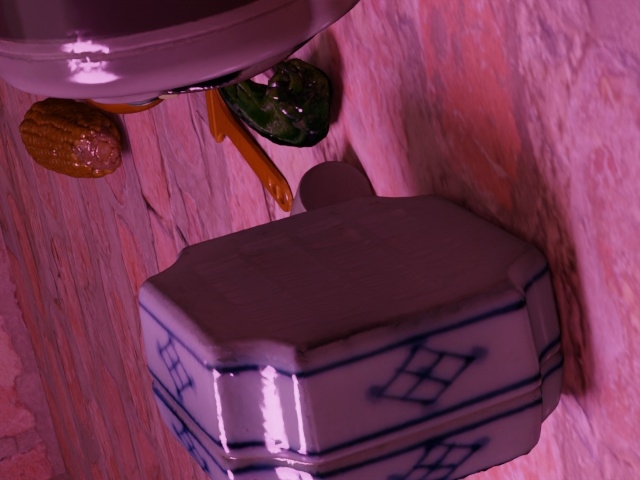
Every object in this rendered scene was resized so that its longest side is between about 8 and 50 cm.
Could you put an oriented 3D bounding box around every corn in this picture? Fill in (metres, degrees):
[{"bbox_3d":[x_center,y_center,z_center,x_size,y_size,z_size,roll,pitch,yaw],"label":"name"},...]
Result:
[{"bbox_3d":[-0.376,-0.154,2.580,0.322,0.119,0.119,-157,50,-67],"label":"corn"}]

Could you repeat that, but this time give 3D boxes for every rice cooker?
[{"bbox_3d":[-0.137,-0.277,1.388,0.335,0.335,0.325,-145,39,-63],"label":"rice cooker"}]

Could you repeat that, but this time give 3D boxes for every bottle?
[{"bbox_3d":[0.000,0.000,1.650,0.201,0.072,0.072,108,140,-63],"label":"bottle"}]

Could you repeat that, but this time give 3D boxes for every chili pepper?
[{"bbox_3d":[-0.038,-0.141,1.599,0.122,0.065,0.279,40,171,-17],"label":"chili pepper"}]

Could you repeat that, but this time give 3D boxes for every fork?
[{"bbox_3d":[-0.178,0.019,2.335,0.016,0.012,0.115,95,156,-45],"label":"fork"}]

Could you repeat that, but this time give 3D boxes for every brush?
[{"bbox_3d":[-0.090,-0.116,1.909,0.272,0.013,0.103,53,156,44],"label":"brush"}]

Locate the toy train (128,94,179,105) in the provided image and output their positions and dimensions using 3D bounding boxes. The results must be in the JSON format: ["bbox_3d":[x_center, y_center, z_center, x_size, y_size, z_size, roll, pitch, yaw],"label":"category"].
[{"bbox_3d":[-0.187,-0.296,1.691,0.150,0.237,0.369,-72,-31,-46],"label":"toy train"}]

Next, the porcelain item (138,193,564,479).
[{"bbox_3d":[0.022,0.085,1.316,0.286,0.281,0.157,33,137,60],"label":"porcelain item"}]

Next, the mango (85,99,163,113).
[{"bbox_3d":[-0.259,-0.242,2.086,0.254,0.139,0.175,49,160,37],"label":"mango"}]
